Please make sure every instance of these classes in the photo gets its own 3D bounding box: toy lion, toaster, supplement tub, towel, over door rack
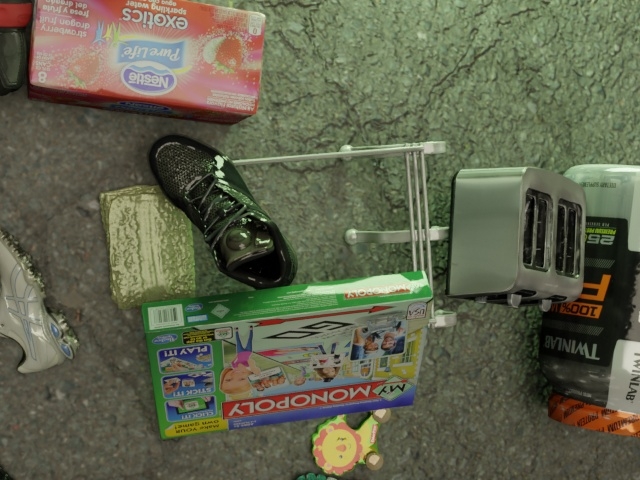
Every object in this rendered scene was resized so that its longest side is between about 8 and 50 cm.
[{"bbox_3d":[0.036,0.256,1.242,0.096,0.034,0.100,10,87,-10],"label":"toy lion"},{"bbox_3d":[0.241,-0.008,1.177,0.168,0.110,0.185,12,80,-48],"label":"toaster"},{"bbox_3d":[0.402,0.078,1.262,0.207,0.207,0.338,8,87,-18],"label":"supplement tub"},{"bbox_3d":[-0.208,0.005,1.162,0.110,0.027,0.148,-7,92,-18],"label":"towel"},{"bbox_3d":[0.000,0.000,1.197,0.324,0.108,0.239,-4,92,-3],"label":"over door rack"}]

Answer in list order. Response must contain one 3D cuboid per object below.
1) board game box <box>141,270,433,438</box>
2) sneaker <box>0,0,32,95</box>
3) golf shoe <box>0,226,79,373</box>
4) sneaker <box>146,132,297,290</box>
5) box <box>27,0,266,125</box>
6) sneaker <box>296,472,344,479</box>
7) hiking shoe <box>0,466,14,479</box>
[{"bbox_3d":[-0.038,0.137,1.115,0.317,0.046,0.213,-7,136,-9],"label":"board game box"},{"bbox_3d":[-0.437,-0.196,1.019,0.276,0.097,0.135,-3,104,8],"label":"sneaker"},{"bbox_3d":[-0.351,0.073,1.099,0.086,0.069,0.176,-28,98,-9],"label":"golf shoe"},{"bbox_3d":[-0.109,-0.033,1.073,0.087,0.130,0.227,-38,92,-3],"label":"sneaker"},{"bbox_3d":[-0.204,-0.212,1.107,0.257,0.128,0.122,5,89,-18],"label":"box"},{"bbox_3d":[0.037,0.353,1.234,0.167,0.065,0.076,15,102,-14],"label":"sneaker"},{"bbox_3d":[-0.417,0.294,1.080,0.114,0.086,0.227,-33,95,-1],"label":"hiking shoe"}]
